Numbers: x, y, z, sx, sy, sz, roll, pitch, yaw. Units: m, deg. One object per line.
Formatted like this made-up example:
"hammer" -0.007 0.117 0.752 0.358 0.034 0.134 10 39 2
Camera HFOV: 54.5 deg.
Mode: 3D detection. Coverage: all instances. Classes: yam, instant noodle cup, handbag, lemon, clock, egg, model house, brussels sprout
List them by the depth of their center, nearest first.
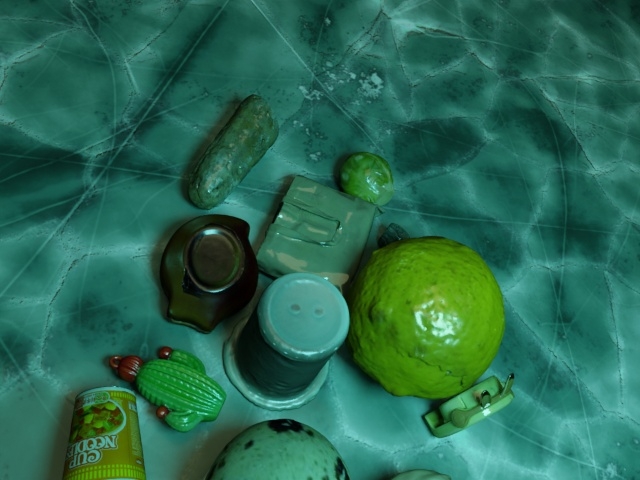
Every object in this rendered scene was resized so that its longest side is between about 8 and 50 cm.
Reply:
"egg" -0.077 0.505 1.078 0.287 0.288 0.380 16 57 -8
"instant noodle cup" -0.403 0.383 1.167 0.168 0.168 0.185 0 56 -17
"clock" 0.339 0.351 1.347 0.170 0.232 0.069 -20 70 -26
"lemon" 0.225 0.155 1.350 0.349 0.350 0.388 26 64 -2
"handbag" -0.002 -0.004 1.511 0.253 0.109 0.316 23 59 2
"yam" -0.217 -0.212 1.544 0.133 0.133 0.330 31 62 1
"model house" 0.197 -0.003 1.581 0.078 0.083 0.066 39 58 7
"brussels sprout" 0.122 -0.162 1.625 0.154 0.118 0.155 7 52 -9

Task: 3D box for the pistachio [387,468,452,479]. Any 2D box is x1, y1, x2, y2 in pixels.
"pistachio" 0.181 0.570 1.211 0.331 0.207 0.226 -25 116 -41

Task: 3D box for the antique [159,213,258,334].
"antique" -0.245 0.064 1.389 0.223 0.129 0.278 26 61 -5

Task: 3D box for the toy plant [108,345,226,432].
"toy plant" -0.304 0.290 1.280 0.240 0.088 0.154 38 42 20

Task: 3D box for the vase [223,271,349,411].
"vase" -0.058 0.205 1.277 0.244 0.291 0.245 7 63 -14

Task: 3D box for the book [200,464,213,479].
"book" -0.192 0.573 1.191 0.202 0.027 0.264 39 59 4
